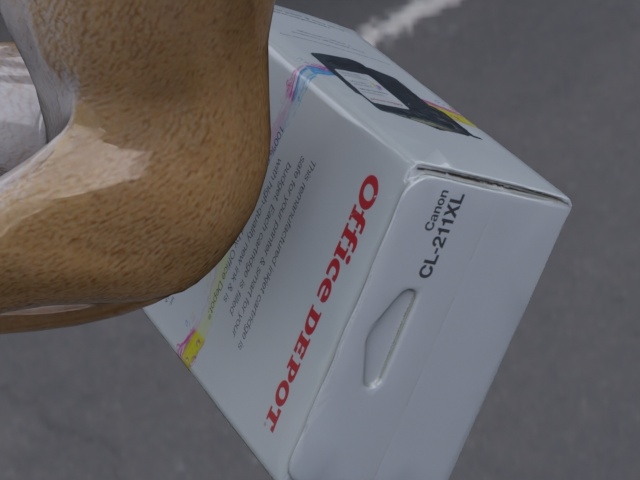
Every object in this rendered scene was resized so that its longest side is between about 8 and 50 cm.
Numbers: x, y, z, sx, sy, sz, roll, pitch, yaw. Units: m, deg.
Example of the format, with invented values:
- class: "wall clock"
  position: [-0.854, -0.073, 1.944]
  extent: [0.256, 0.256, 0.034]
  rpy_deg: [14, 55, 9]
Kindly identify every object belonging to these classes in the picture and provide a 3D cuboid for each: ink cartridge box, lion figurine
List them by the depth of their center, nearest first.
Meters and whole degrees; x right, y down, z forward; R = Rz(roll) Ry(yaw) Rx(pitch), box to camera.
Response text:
- class: "lion figurine"
  position: [-0.059, -0.092, 0.595]
  extent: [0.240, 0.392, 0.142]
  rpy_deg: [6, 44, -14]
- class: "ink cartridge box"
  position: [0.000, 0.000, 0.711]
  extent: [0.072, 0.127, 0.175]
  rpy_deg: [12, 20, -33]
